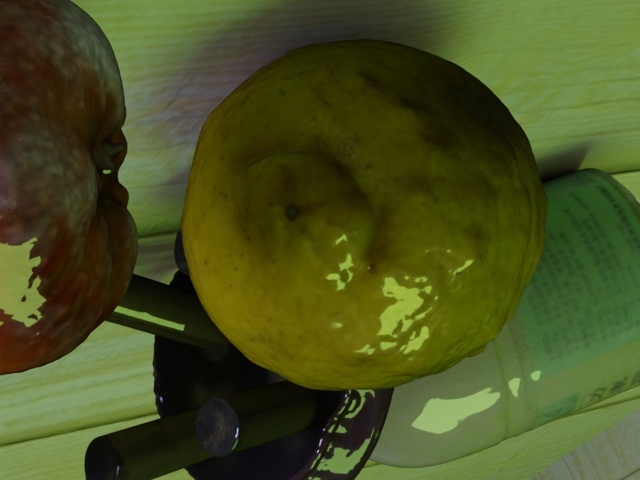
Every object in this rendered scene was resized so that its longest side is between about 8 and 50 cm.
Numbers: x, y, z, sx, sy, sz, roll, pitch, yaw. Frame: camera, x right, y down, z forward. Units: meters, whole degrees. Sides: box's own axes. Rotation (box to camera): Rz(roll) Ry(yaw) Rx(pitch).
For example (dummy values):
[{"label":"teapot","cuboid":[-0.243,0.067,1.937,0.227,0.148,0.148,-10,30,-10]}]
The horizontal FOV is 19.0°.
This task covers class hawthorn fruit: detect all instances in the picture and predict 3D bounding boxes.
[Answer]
[{"label":"hawthorn fruit","cuboid":[-0.220,-0.025,1.129,0.263,0.235,0.231,-30,164,24]}]

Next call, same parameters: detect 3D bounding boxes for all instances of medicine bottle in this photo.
[{"label":"medicine bottle","cuboid":[0.135,0.098,1.941,0.406,0.236,0.236,-21,163,-14]}]

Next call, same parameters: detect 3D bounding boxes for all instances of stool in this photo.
[{"label":"stool","cuboid":[-0.086,0.101,1.635,0.178,0.272,0.272,5,147,-46]}]

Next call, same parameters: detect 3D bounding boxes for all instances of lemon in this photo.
[{"label":"lemon","cuboid":[0.033,-0.017,1.438,0.285,0.285,0.316,-20,170,-11]}]
